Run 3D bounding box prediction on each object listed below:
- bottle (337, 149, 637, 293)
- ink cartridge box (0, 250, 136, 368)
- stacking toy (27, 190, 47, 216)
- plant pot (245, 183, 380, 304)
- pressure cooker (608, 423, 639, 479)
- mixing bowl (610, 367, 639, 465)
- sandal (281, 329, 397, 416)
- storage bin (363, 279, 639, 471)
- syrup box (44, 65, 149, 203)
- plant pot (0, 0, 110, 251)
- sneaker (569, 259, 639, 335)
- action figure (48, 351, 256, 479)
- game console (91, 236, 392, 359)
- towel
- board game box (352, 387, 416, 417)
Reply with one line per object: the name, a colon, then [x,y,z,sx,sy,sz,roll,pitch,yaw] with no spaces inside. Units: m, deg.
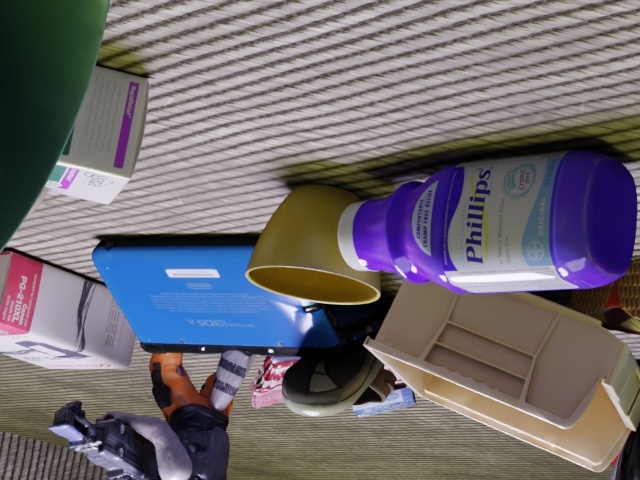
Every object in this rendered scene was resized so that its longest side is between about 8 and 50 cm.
bottle: [0.141,-0.012,1.516,0.283,0.118,0.092,-3,163,42]
ink cartridge box: [-0.380,0.096,2.258,0.172,0.100,0.237,-4,160,41]
stacking toy: [-0.344,-0.062,1.644,0.141,0.141,0.330,13,172,-15]
plant pot: [0.000,0.000,1.685,0.134,0.095,0.134,9,165,2]
pressure cooker: [0.506,0.359,2.030,0.375,0.370,0.420,-4,142,-10]
mixing bowl: [0.419,0.241,2.253,0.181,0.098,0.181,-3,156,-1]
sandal: [0.033,0.163,2.031,0.120,0.086,0.303,-3,-166,24]
storage bin: [0.219,0.142,1.906,0.260,0.123,0.262,22,170,22]
syrup box: [-0.272,-0.109,1.444,0.237,0.096,0.093,14,164,-15]
plant pot: [-0.296,-0.135,1.035,0.235,0.293,0.293,22,168,12]
sneaker: [0.344,0.063,1.776,0.084,0.069,0.185,19,171,-26]
action figure: [-0.192,0.240,2.234,0.178,0.330,0.341,0,163,27]
game console: [-0.081,0.049,2.050,0.293,0.173,0.250,-1,131,31]
towel: [0.032,0.184,2.370,0.237,0.037,0.329,-4,167,-9]
board game box: [0.094,0.238,2.507,0.090,0.020,0.090,-12,166,5]
